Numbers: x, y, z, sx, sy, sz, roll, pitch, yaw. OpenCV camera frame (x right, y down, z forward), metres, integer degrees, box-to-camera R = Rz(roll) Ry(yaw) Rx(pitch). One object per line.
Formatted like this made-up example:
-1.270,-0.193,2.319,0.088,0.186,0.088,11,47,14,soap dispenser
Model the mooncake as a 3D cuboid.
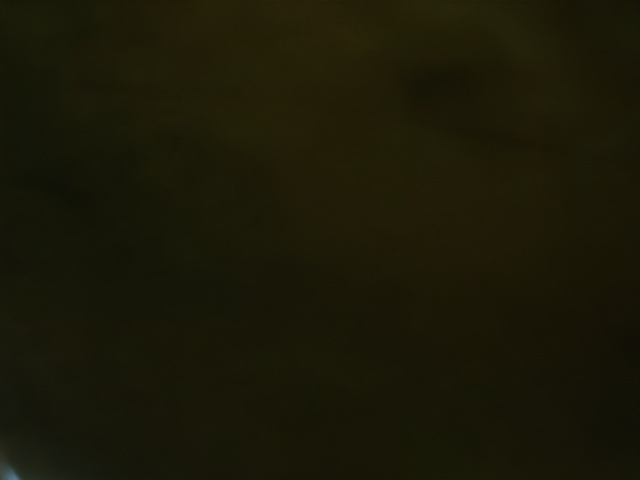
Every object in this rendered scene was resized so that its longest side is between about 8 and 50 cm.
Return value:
0.000,0.000,0.477,0.290,0.290,0.161,24,143,3,mooncake
